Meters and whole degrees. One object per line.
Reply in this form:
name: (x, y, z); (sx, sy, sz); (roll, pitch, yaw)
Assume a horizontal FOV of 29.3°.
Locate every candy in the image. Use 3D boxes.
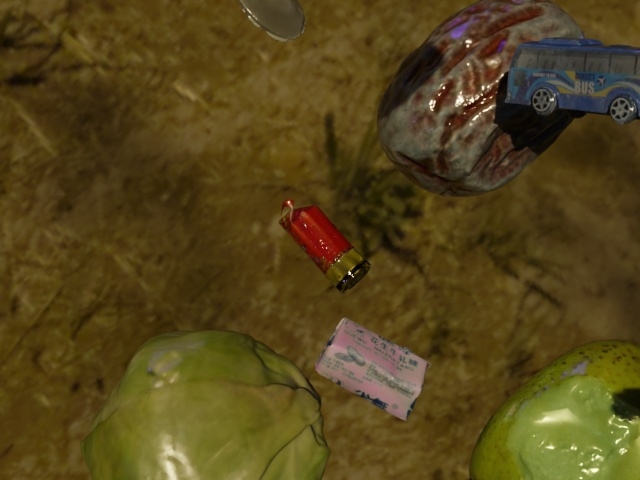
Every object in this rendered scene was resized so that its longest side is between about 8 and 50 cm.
candy: (0.079, 0.191, 1.843); (0.160, 0.073, 0.092); (29, 32, -2)

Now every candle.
candle: (0.000, 0.000, 1.451); (0.131, 0.052, 0.052); (47, 44, 12)

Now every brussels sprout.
brussels sprout: (-0.156, 0.264, 1.622); (0.328, 0.247, 0.328); (16, 59, -30)

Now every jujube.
jujube: (0.219, -0.200, 1.712); (0.308, 0.246, 0.215); (-34, 59, -14)

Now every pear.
pear: (0.342, 0.247, 1.478); (0.292, 0.159, 0.292); (-3, 70, 7)

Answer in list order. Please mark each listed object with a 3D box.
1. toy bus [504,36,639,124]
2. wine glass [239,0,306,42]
toy bus: (0.323, -0.181, 1.392); (0.079, 0.236, 0.094); (0, 100, -44)
wine glass: (0.041, -0.251, 0.868); (0.074, 0.262, 0.074); (29, 39, -27)
